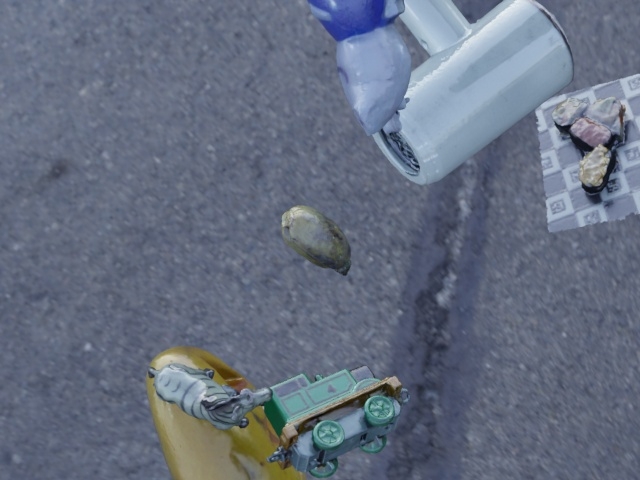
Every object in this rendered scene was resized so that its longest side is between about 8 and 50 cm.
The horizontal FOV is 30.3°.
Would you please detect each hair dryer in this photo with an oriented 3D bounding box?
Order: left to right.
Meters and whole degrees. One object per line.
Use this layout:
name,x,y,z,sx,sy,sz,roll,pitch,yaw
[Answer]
hair dryer,0.049,-0.165,0.780,0.131,0.073,0.236,-36,92,-12

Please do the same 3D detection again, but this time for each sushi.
sushi,0.308,-0.106,1.313,0.139,0.031,0.201,-14,52,20

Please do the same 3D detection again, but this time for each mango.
mango,-0.152,0.322,1.811,0.182,0.365,0.253,-31,14,9

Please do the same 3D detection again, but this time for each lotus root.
lotus root,0.000,0.000,1.261,0.049,0.099,0.054,-56,26,-16

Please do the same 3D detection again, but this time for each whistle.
whistle,0.008,-0.069,0.333,0.029,0.033,0.083,-12,101,21

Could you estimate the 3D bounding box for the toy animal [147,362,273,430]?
toy animal,-0.154,0.207,1.587,0.217,0.176,0.073,16,80,24

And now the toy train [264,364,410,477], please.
toy train,0.015,0.234,1.607,0.227,0.091,0.136,-24,58,-25
